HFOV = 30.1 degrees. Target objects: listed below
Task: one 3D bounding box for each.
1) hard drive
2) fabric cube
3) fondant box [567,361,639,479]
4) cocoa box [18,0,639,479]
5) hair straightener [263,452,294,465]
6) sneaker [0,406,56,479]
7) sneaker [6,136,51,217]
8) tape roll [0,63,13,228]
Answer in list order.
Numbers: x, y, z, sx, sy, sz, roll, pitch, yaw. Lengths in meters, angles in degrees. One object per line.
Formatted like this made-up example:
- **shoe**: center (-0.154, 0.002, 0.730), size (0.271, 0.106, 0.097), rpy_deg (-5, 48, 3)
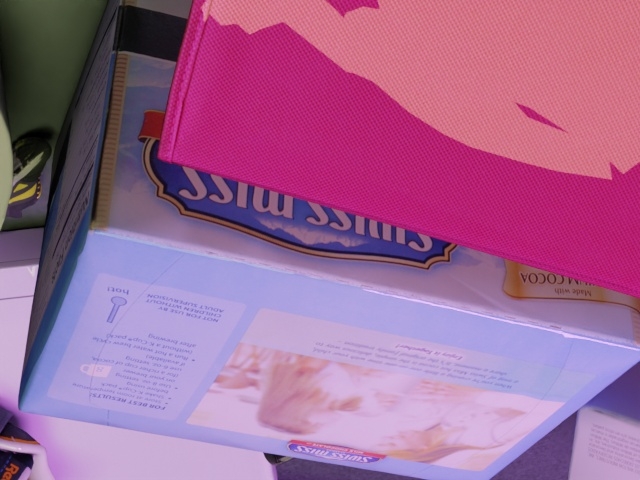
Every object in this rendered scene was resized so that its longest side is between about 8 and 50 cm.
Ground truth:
- **hard drive**: center (-0.172, 0.128, 1.045), size (0.233, 0.047, 0.353), rpy_deg (-7, 134, 0)
- **fabric cube**: center (0.089, -0.162, 0.578), size (0.258, 0.259, 0.254), rpy_deg (17, 124, -6)
- **fondant box**: center (0.292, 0.249, 0.840), size (0.238, 0.096, 0.330), rpy_deg (17, 127, 24)
- **cocoa box**: center (0.000, 0.000, 0.794), size (0.347, 0.228, 0.231), rpy_deg (13, 143, -17)
- **hair straightener**: center (0.053, 0.145, 1.067), size (0.230, 0.047, 0.089), rpy_deg (-24, 138, -5)
- **sneaker**: center (-0.321, 0.174, 0.984), size (0.127, 0.126, 0.321), rpy_deg (-5, 137, 48)
- **sneaker**: center (-0.222, -0.047, 0.892), size (0.035, 0.031, 0.083), rpy_deg (20, 133, -40)
- **tape roll**: center (-0.348, -0.070, 0.772), size (0.286, 0.100, 0.286), rpy_deg (-11, 135, -11)
